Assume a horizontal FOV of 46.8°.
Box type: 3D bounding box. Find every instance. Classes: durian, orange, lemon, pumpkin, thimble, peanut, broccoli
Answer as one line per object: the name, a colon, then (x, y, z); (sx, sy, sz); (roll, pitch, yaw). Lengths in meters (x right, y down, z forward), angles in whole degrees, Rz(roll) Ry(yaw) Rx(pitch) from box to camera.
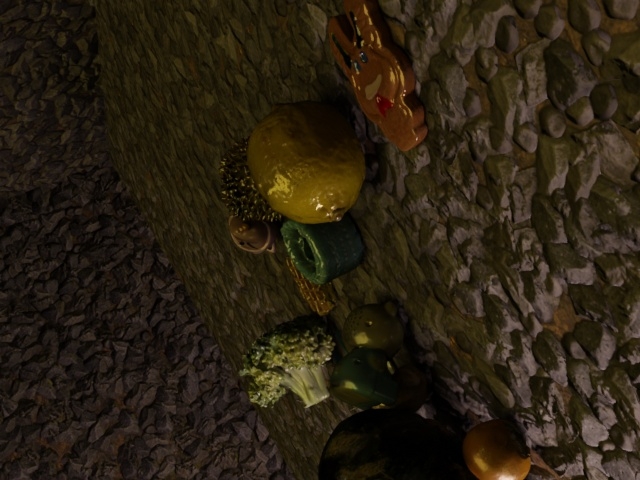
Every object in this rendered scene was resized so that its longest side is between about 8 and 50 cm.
durian: (-0.175, -0.173, 2.060); (0.293, 0.258, 0.258); (-143, 34, -66)
orange: (0.390, 0.465, 1.626); (0.154, 0.154, 0.134); (38, 109, 46)
lemon: (-0.031, -0.174, 1.706); (0.268, 0.268, 0.322); (126, 128, -64)
pumpkin: (0.206, 0.586, 1.765); (0.454, 0.454, 0.344); (26, 96, 55)
thimble: (0.000, 0.000, 1.970); (0.235, 0.143, 0.198); (42, 148, 40)
peanut: (0.201, 0.409, 1.966); (0.137, 0.122, 0.253); (45, 143, -3)
broccoli: (-0.067, 0.395, 2.387); (0.348, 0.293, 0.281); (-34, 75, 28)

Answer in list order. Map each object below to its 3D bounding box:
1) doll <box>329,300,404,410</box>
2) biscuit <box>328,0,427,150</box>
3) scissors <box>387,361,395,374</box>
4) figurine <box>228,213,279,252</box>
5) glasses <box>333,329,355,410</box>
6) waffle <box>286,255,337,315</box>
doll: (0.123, 0.286, 1.896); (0.161, 0.261, 0.177); (26, 152, -16)
biscuit: (0.113, -0.338, 1.510); (0.334, 0.047, 0.202); (62, 157, 3)
scissors: (0.189, 0.337, 2.067); (0.212, 0.021, 0.110); (61, 153, 7)
figurine: (-0.217, -0.085, 2.317); (0.176, 0.186, 0.287); (24, 122, 21)
glasses: (0.108, 0.385, 2.273); (0.190, 0.088, 0.221); (90, 166, -46)
waffle: (-0.022, 0.134, 2.262); (0.160, 0.055, 0.211); (-4, 111, 64)
